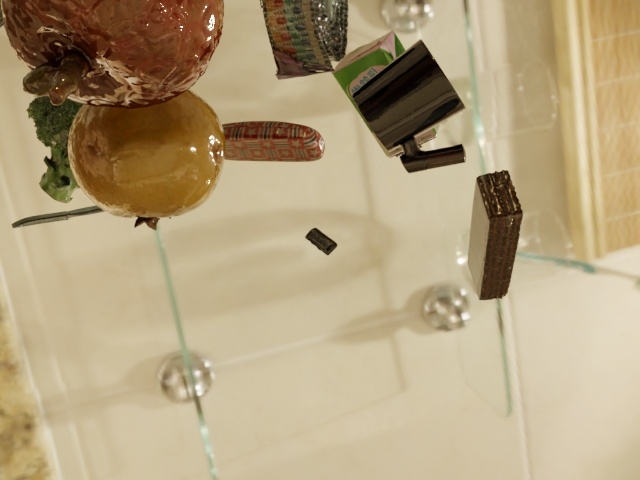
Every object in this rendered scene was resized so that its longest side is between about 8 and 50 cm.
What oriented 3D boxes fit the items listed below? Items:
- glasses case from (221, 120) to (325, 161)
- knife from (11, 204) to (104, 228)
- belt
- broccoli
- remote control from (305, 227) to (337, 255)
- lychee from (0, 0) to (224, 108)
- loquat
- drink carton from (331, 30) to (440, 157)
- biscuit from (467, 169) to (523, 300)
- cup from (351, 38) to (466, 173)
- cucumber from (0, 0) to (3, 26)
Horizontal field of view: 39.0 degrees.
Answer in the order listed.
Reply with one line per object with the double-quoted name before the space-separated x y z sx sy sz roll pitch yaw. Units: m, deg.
"glasses case" -0.089 -0.163 1.456 0.073 0.194 0.049 67 30 -58
"knife" -0.468 -0.048 1.687 0.028 0.210 0.015 -32 -107 61
"belt" -0.043 -0.525 2.014 0.207 0.160 0.295 -44 129 -58
"broccoli" -0.495 -0.203 1.888 0.270 0.270 0.270 37 15 -12
"remote control" 0.000 0.000 2.160 0.096 0.039 0.014 38 -8 42
"lychee" -0.226 -0.251 0.986 0.255 0.255 0.300 107 -4 -68
"loquat" -0.227 -0.121 1.199 0.208 0.208 0.208 166 -90 -78
"drink carton" 0.168 -0.347 2.176 0.271 0.161 0.108 55 39 -18
"biscuit" 0.359 0.002 1.882 0.388 0.073 0.107 77 1 -61
"cup" 0.189 -0.253 1.786 0.239 0.177 0.166 61 11 23
"cucumber" -0.554 -0.285 1.339 0.067 0.245 0.067 42 -10 9
